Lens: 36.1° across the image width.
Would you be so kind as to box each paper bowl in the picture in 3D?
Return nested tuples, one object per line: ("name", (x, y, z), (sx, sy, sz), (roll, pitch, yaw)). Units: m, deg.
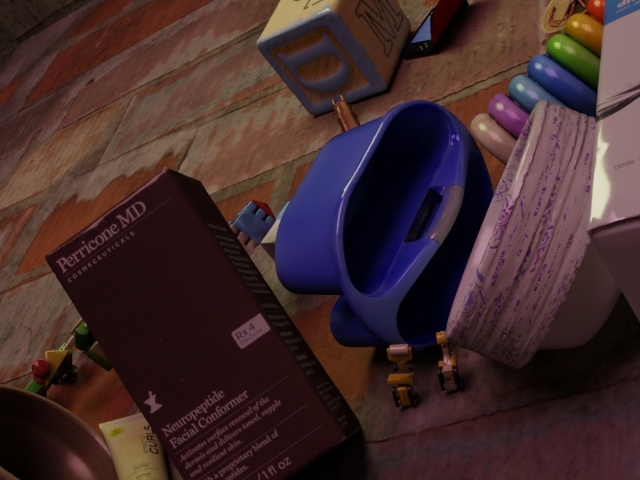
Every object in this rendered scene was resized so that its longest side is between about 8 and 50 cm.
("paper bowl", (0.251, 0.003, 1.066), (0.148, 0.284, 0.284), (20, 52, 5))

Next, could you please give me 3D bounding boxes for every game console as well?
("game console", (0.207, -0.417, 1.803), (0.124, 0.085, 0.144), (0, 48, 47))

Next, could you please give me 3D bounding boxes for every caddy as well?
("caddy", (0.102, -0.018, 1.244), (0.179, 0.241, 0.341), (-13, 39, 46))

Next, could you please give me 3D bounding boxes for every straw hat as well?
("straw hat", (0.419, -0.365, 1.533), (0.144, 0.061, 0.144), (-45, 23, 25))

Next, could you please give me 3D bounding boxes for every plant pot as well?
("plant pot", (-0.435, 0.362, 1.336), (0.229, 0.263, 0.263), (-55, 30, 7))

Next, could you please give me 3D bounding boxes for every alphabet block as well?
("alphabet block", (0.029, -0.385, 1.841), (0.192, 0.193, 0.197), (-13, 39, 37))

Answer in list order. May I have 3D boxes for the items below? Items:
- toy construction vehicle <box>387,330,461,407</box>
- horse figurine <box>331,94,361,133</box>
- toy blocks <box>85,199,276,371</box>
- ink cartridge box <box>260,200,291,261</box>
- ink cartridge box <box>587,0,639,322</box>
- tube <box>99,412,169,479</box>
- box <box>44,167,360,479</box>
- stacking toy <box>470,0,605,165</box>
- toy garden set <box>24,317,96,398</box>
("toy construction vehicle", (0.119, 0.149, 1.153), (0.085, 0.098, 0.035), (-8, 37, 15))
("horse figurine", (0.068, -0.080, 1.418), (0.066, 0.174, 0.263), (-21, 36, 31))
("toy blocks", (-0.207, 0.064, 1.487), (0.261, 0.190, 0.381), (-56, 8, -28))
("ink cartridge box", (0.000, 0.000, 1.469), (0.143, 0.090, 0.092), (-1, 47, 47))
("ink cartridge box", (0.395, -0.069, 0.947), (0.166, 0.285, 0.395), (-17, 37, 33))
("tube", (-0.252, 0.307, 1.362), (0.062, 0.070, 0.240), (-57, 26, 10))
("box", (-0.137, 0.123, 1.179), (0.191, 0.381, 0.143), (-36, -10, 6))
("stacking toy", (0.343, -0.233, 1.263), (0.330, 0.141, 0.141), (-53, 27, 17))
("toy garden set", (-0.399, 0.175, 1.638), (0.244, 0.049, 0.204), (-53, -1, -25))
